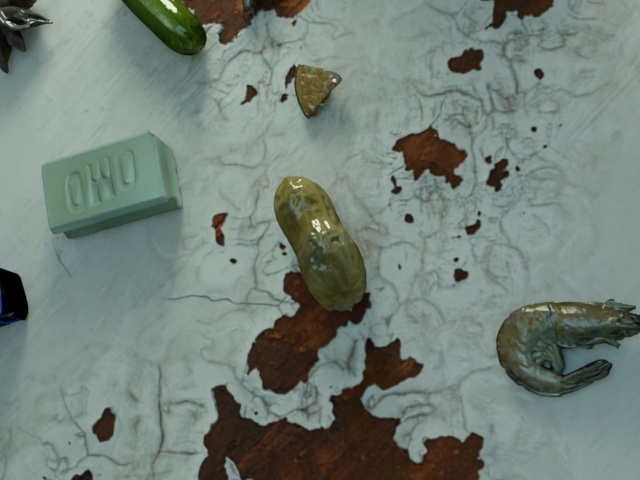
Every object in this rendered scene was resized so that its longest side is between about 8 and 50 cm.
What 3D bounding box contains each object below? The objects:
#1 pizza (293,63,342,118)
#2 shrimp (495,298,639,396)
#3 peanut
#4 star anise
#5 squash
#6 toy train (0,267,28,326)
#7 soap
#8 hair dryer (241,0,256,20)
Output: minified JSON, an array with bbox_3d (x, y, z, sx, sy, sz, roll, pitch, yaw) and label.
[{"bbox_3d":[0.000,-0.224,1.651,0.078,0.025,0.083,-10,84,21],"label":"pizza"},{"bbox_3d":[0.340,0.140,1.462,0.223,0.047,0.126,-5,85,23],"label":"shrimp"},{"bbox_3d":[0.000,0.000,1.581,0.099,0.099,0.214,-29,67,11],"label":"peanut"},{"bbox_3d":[-0.533,-0.375,1.833,0.195,0.065,0.182,-46,69,10],"label":"star anise"},{"bbox_3d":[-0.262,-0.372,1.742,0.069,0.069,0.239,-45,70,6],"label":"squash"},{"bbox_3d":[-0.543,0.085,1.678,0.131,0.204,0.083,-15,76,10],"label":"toy train"},{"bbox_3d":[-0.319,-0.085,1.708,0.198,0.066,0.119,-15,78,15],"label":"soap"},{"bbox_3d":[-0.093,-0.513,1.706,0.173,0.107,0.357,11,90,22],"label":"hair dryer"}]
